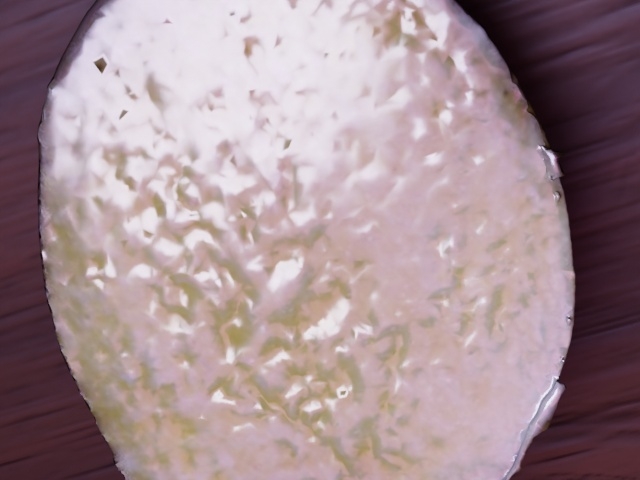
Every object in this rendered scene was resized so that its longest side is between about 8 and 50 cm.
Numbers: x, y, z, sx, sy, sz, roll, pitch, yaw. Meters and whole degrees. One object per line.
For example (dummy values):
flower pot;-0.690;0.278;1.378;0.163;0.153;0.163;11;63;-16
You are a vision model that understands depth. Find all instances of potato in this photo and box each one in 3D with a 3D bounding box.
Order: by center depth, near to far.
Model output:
potato;0.000;0.000;0.669;0.239;0.116;0.299;-10;106;12
